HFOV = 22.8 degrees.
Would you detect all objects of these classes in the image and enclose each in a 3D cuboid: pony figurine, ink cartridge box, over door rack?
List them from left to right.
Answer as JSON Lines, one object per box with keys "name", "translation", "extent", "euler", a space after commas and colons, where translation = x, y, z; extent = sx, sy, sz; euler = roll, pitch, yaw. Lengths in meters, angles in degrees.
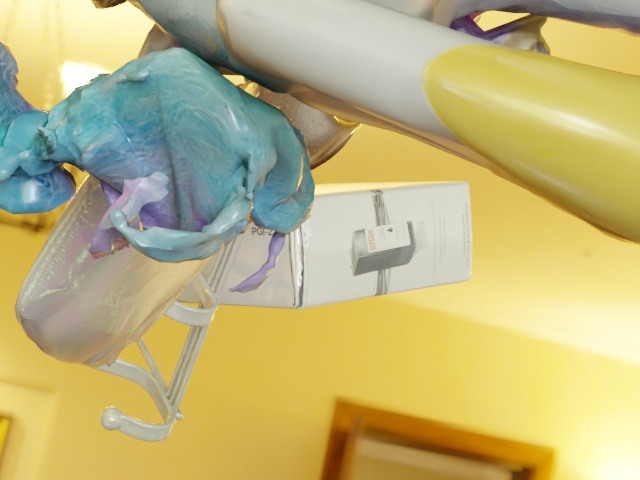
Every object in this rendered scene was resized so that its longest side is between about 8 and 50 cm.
{"name": "over door rack", "translation": [-0.145, -0.021, 1.304], "extent": [0.108, 0.239, 0.324], "euler": [15, 24, -19]}
{"name": "ink cartridge box", "translation": [0.000, 0.000, 1.318], "extent": [0.159, 0.092, 0.218], "euler": [1, 4, 43]}
{"name": "pony figurine", "translation": [0.005, -0.080, 0.480], "extent": [0.364, 0.302, 0.351], "euler": [17, 0, 19]}

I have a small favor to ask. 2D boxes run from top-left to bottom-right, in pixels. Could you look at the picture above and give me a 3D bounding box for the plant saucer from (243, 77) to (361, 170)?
{"name": "plant saucer", "translation": [0.003, -0.143, 1.028], "extent": [0.036, 0.198, 0.198], "euler": [1, -15, 22]}
